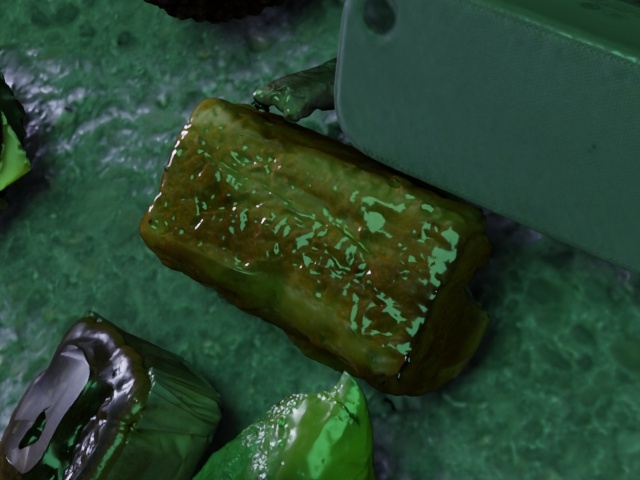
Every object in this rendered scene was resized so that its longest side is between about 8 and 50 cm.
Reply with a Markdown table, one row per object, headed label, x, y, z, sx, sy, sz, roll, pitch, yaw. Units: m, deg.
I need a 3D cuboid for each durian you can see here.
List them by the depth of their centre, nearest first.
| label | x | y | z | sx | sy | sz | roll | pitch | yaw |
| --- | --- | --- | --- | --- | --- | --- | --- | --- | --- |
| durian | -0.033 | 0.222 | 1.197 | 0.250 | 0.101 | 0.139 | -37 | 84 | 36 |

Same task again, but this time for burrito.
| label | x | y | z | sx | sy | sz | roll | pitch | yaw |
| --- | --- | --- | --- | --- | --- | --- | --- | --- | --- |
| burrito | 0.004 | -0.144 | 1.290 | 0.051 | 0.171 | 0.042 | 36 | 121 | 22 |

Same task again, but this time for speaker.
| label | x | y | z | sx | sy | sz | roll | pitch | yaw |
| --- | --- | --- | --- | --- | --- | --- | --- | --- | --- |
| speaker | 0.225 | -0.119 | 1.123 | 0.406 | 0.184 | 0.183 | 26 | 127 | 29 |

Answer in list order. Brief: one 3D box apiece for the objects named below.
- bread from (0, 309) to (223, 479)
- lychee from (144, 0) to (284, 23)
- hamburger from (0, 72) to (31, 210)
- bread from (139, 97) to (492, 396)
| label | x | y | z | sx | sy | sz | roll | pitch | yaw |
| --- | --- | --- | --- | --- | --- | --- | --- | --- | --- |
| bread | -0.211 | 0.188 | 1.285 | 0.210 | 0.109 | 0.192 | -57 | 39 | 1 |
| lychee | -0.099 | -0.354 | 1.356 | 0.271 | 0.271 | 0.271 | -8 | 72 | 24 |
| hamburger | -0.438 | -0.111 | 1.460 | 0.243 | 0.138 | 0.262 | -26 | 91 | -7 |
| bread | 0.001 | 0.003 | 1.244 | 0.344 | 0.149 | 0.195 | 29 | 98 | 29 |
